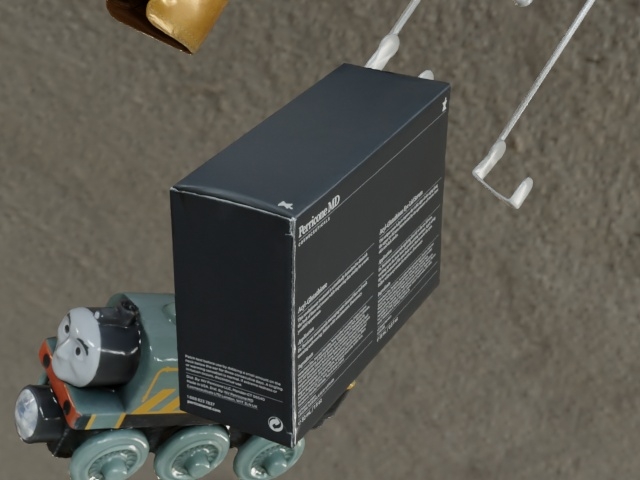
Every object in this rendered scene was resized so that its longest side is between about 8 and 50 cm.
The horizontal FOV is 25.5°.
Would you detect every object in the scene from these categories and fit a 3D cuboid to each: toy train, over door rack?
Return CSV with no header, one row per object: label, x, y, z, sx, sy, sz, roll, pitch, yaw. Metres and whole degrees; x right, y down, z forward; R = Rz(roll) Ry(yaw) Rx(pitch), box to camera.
toy train,-0.115,0.127,1.320,0.334,0.142,0.190,4,128,-37
over door rack,0.155,-0.227,1.262,0.108,0.324,0.239,18,170,38

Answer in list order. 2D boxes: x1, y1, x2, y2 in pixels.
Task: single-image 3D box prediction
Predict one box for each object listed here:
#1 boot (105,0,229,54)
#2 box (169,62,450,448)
boot,-0.055,-0.234,1.042,0.295,0.211,0.104,19,180,-34
box,0.000,0.000,1.052,0.103,0.261,0.184,17,122,22
